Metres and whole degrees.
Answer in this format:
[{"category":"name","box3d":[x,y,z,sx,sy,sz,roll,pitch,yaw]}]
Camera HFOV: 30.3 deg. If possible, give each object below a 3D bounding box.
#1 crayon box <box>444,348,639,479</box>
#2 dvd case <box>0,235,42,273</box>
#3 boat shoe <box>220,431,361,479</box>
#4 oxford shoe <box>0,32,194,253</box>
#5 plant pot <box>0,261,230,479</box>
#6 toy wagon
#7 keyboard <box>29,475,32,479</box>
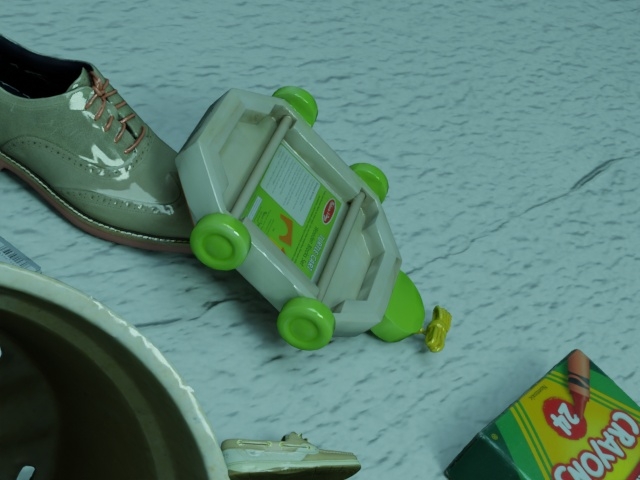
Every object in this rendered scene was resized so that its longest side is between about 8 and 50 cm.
[{"category":"crayon box","box3d":[0.303,0.277,1.164,0.318,0.081,0.202,45,43,15]},{"category":"dvd case","box3d":[-0.381,0.022,1.013,0.179,0.030,0.238,36,29,11]},{"category":"boat shoe","box3d":[-0.027,0.197,1.072,0.135,0.050,0.045,5,53,-26]},{"category":"oxford shoe","box3d":[-0.226,-0.098,1.181,0.348,0.130,0.123,24,39,-9]},{"category":"plant pot","box3d":[-0.254,0.163,0.741,0.333,0.305,0.334,-1,94,-20]},{"category":"toy wagon","box3d":[0.000,0.000,1.223,0.344,0.068,0.267,46,36,-17]},{"category":"keyboard","box3d":[-0.177,0.212,0.996,0.192,0.038,0.100,-32,93,-46]}]
